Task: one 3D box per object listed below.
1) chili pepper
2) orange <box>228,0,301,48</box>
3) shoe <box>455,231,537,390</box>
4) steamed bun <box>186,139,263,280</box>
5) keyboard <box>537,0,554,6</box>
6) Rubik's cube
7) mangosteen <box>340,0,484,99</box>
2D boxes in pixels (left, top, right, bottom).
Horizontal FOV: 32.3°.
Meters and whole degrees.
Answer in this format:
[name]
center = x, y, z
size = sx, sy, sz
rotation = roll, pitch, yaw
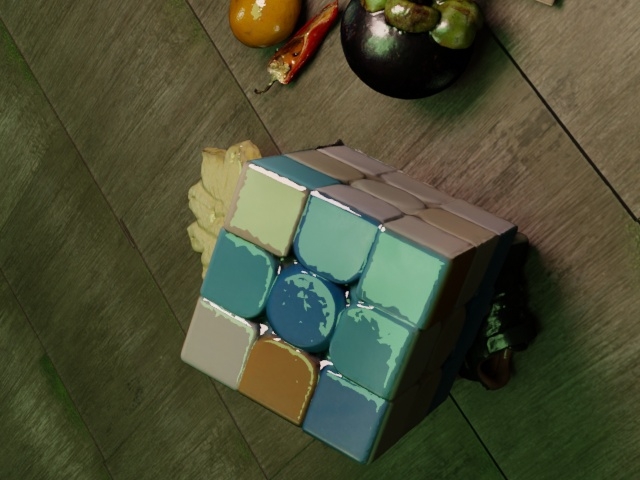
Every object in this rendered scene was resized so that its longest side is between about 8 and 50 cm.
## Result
[chili pepper]
center = -0.040, -0.358, 2.059
size = 0.059, 0.050, 0.268
rotation = 45, 125, 1
[orange]
center = -0.099, -0.428, 2.039
size = 0.156, 0.124, 0.156
rotation = -39, 45, 52
[shoe]
center = 0.290, 0.128, 1.823
size = 0.137, 0.114, 0.291
rotation = 33, 121, 38
[steamed bun]
center = -0.141, -0.053, 2.150
size = 0.292, 0.137, 0.295
rotation = -45, 55, 45
[keyboard]
center = 0.293, -0.418, 1.725
size = 0.166, 0.017, 0.055
rotation = 21, 96, 5
[Rubik's cube]
center = 0.050, 0.077, 1.689
size = 0.347, 0.347, 0.344
rotation = 27, 110, 21
[mangosteen]
center = 0.145, -0.339, 1.785
size = 0.243, 0.243, 0.243
rotation = 9, 104, 40
